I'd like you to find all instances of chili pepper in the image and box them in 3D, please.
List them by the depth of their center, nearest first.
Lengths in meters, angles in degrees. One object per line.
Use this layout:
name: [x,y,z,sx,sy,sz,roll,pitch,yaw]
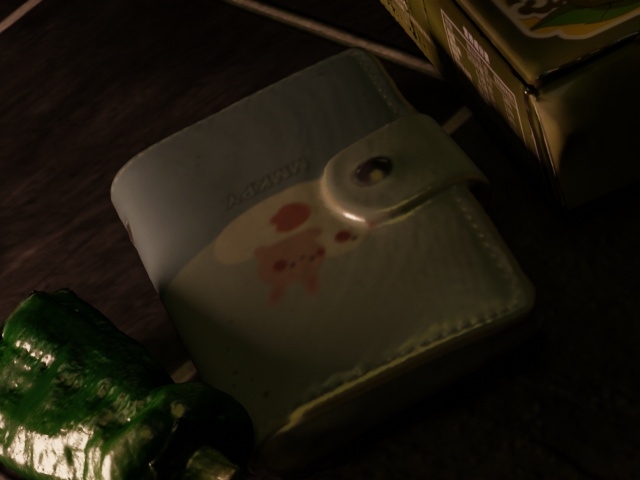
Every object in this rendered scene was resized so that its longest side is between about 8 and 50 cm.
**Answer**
chili pepper: [-0.140,0.124,1.343,0.136,0.099,0.270,-34,36,-29]

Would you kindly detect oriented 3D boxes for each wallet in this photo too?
wallet: [0.000,0.000,1.444,0.252,0.083,0.360,-30,42,-3]

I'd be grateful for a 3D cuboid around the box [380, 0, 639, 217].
box: [0.255,-0.244,1.569,0.373,0.138,0.420,-25,41,-6]
